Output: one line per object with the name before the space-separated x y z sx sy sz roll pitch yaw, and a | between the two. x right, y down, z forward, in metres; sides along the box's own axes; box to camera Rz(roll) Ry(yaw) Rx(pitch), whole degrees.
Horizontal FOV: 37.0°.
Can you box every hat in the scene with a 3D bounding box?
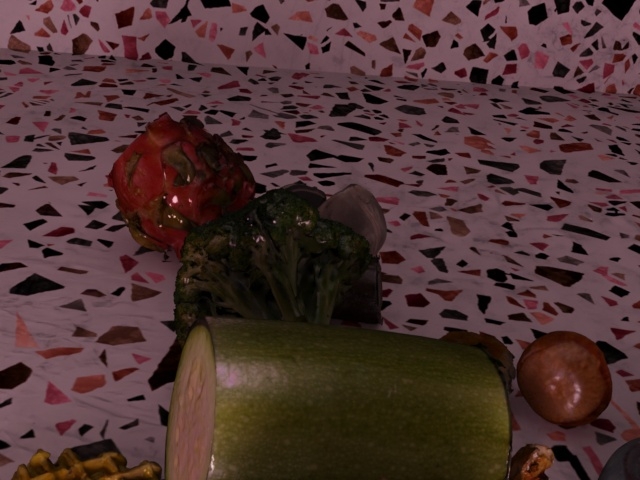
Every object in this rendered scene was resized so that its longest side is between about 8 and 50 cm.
hat | -0.009 -0.001 1.803 0.275 0.232 0.161 -13 61 -6

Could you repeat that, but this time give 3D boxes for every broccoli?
broccoli | -0.067 0.088 1.468 0.304 0.321 0.283 6 36 -30

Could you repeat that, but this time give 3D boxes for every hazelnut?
hazelnut | 0.380 0.214 1.487 0.150 0.150 0.150 5 26 -2

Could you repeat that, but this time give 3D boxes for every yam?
yam | -0.020 0.071 1.697 0.280 0.131 0.131 8 26 8

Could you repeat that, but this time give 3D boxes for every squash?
squash | 0.024 0.232 1.170 0.384 0.263 0.263 7 24 -18

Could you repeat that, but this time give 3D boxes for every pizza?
pizza | 0.254 0.357 1.204 0.069 0.154 0.194 22 46 -9

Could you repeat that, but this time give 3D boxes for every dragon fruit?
dragon fruit | -0.250 -0.080 1.835 0.291 0.269 0.250 44 21 -2

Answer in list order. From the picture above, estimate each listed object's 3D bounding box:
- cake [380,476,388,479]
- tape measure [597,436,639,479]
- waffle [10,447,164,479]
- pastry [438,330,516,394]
cake | 0.046 0.405 0.908 0.332 0.332 0.321 10 -11 8
tape measure | 0.476 0.352 1.205 0.256 0.147 0.275 19 28 27
waffle | -0.283 0.346 1.150 0.250 0.056 0.261 12 24 8
pastry | 0.236 0.204 1.527 0.153 0.081 0.153 7 29 -4
